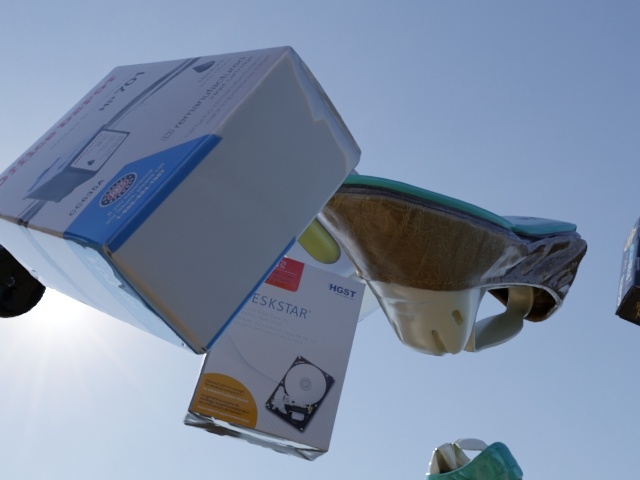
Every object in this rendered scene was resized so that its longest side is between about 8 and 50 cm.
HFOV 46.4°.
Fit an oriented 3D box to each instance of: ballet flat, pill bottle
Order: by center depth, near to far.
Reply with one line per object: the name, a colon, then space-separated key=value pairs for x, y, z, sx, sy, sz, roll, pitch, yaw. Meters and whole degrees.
ballet flat: x=0.116 y=0.029 z=0.604 sx=0.116 sy=0.124 sz=0.342 roll=9 pitch=1 yaw=38
ballet flat: x=0.225 y=0.358 z=1.179 sx=0.083 sy=0.087 sz=0.247 roll=-11 pitch=-16 yaw=-29
pill bottle: x=-0.552 y=0.053 z=1.266 sx=0.123 sy=0.123 sz=0.219 roll=37 pitch=-15 yaw=-33

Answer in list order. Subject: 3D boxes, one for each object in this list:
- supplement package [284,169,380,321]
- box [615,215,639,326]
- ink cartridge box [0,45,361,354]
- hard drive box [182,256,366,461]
supplement package: x=0.000 y=0.000 z=1.296 sx=0.199 sy=0.263 sz=0.198 roll=-31 pitch=-27 yaw=-19
box: x=0.459 y=0.066 z=0.854 sx=0.220 sy=0.175 sz=0.051 roll=23 pitch=-54 yaw=11
ink cartridge box: x=-0.094 y=-0.031 z=0.422 sx=0.190 sy=0.140 sz=0.082 roll=11 pitch=-34 yaw=47
hard drive box: x=-0.058 y=0.146 z=0.977 sx=0.181 sy=0.232 sz=0.089 roll=18 pitch=-28 yaw=-7
